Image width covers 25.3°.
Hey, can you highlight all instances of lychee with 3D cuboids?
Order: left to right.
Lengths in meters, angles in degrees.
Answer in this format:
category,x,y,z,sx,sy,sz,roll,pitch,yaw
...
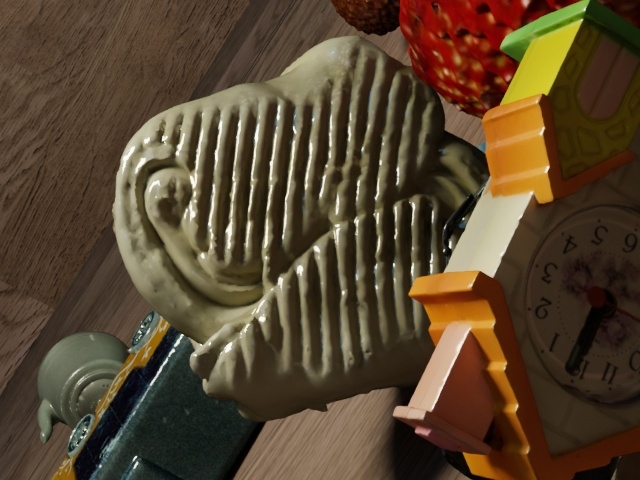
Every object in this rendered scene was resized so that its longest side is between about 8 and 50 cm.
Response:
category,x,y,z,sx,sy,sz,roll,pitch,yaw
lychee,0.091,-0.366,1.906,0.194,0.194,0.194,-53,17,23

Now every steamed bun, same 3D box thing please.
category,x,y,z,sx,sy,sz,roll,pitch,yaw
steamed bun,0.005,0.009,1.271,0.324,0.309,0.219,-28,-16,-5

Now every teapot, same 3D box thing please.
category,x,y,z,sx,sy,sz,roll,pitch,yaw
teapot,-0.340,0.231,2.220,0.239,0.162,0.149,-32,21,-11

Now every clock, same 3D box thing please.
category,x,y,z,sx,sy,sz,roll,pitch,yaw
clock,0.169,0.030,0.837,0.255,0.220,0.106,-64,15,-13

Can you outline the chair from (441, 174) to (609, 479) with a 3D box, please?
category,x,y,z,sx,sy,sz,roll,pitch,yaw
chair,0.166,0.053,0.954,0.145,0.140,0.221,-52,18,42

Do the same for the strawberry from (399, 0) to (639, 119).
category,x,y,z,sx,sy,sz,roll,pitch,yaw
strawberry,0.221,-0.203,1.092,0.292,0.292,0.343,-80,10,-52

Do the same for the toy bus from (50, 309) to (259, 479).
category,x,y,z,sx,sy,sz,roll,pitch,yaw
toy bus,-0.186,0.230,1.694,0.323,0.162,0.194,-58,18,-4

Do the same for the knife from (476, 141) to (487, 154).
category,x,y,z,sx,sy,sz,roll,pitch,yaw
knife,0.191,-0.102,1.392,0.244,0.032,0.058,-45,18,29
